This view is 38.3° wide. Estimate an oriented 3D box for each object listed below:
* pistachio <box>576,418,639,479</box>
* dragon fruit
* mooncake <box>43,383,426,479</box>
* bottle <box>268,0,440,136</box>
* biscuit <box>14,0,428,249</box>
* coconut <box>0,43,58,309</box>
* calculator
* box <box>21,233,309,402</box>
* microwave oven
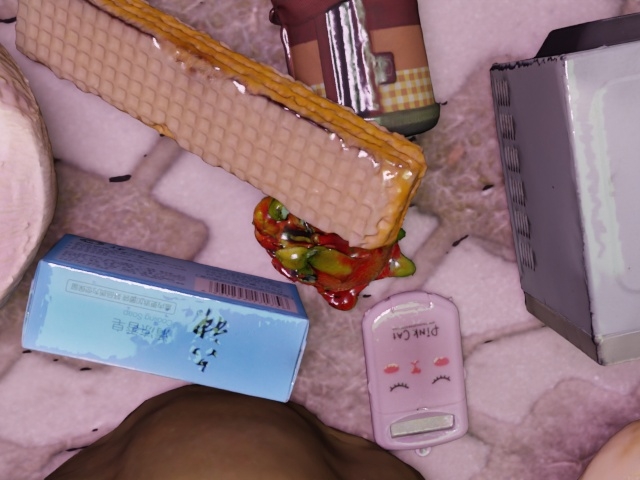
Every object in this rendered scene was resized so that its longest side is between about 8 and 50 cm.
[{"bbox_3d":[0.326,0.300,0.875,0.229,0.238,0.321,39,114,-5],"label":"pistachio"},{"bbox_3d":[0.000,0.000,0.858,0.142,0.175,0.138,-2,90,25],"label":"dragon fruit"},{"bbox_3d":[-0.080,0.374,0.831,0.467,0.262,0.467,-1,99,-8],"label":"mooncake"},{"bbox_3d":[0.030,-0.221,0.799,0.156,0.143,0.271,-15,101,-30],"label":"bottle"},{"bbox_3d":[-0.091,-0.116,0.772,0.378,0.054,0.094,29,126,13],"label":"biscuit"},{"bbox_3d":[-0.343,-0.050,0.718,0.254,0.297,0.297,11,100,-36],"label":"coconut"},{"bbox_3d":[0.095,0.135,0.922,0.100,0.032,0.175,-8,101,-5],"label":"calculator"},{"bbox_3d":[-0.134,0.065,0.828,0.232,0.142,0.083,12,99,-9],"label":"box"},{"bbox_3d":[0.358,-0.071,0.822,0.355,0.218,0.286,-12,100,-4],"label":"microwave oven"}]
